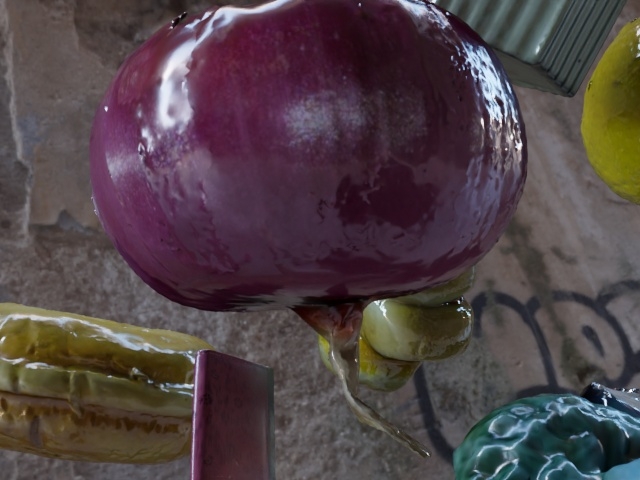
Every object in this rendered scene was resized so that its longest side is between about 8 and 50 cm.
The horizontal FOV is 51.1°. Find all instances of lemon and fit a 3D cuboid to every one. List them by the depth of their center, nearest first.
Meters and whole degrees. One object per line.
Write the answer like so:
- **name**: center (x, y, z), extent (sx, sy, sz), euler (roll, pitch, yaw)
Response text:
- **lemon**: center (0.479, -0.179, 0.876), extent (0.253, 0.253, 0.310), euler (-8, -61, -21)

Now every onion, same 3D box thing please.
- **onion**: center (-0.015, -0.037, 0.561), extent (0.358, 0.345, 0.358), euler (13, -26, 6)

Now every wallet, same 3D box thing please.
- **wallet**: center (-0.094, 0.241, 0.731), extent (0.025, 0.232, 0.119), euler (-23, -34, 31)

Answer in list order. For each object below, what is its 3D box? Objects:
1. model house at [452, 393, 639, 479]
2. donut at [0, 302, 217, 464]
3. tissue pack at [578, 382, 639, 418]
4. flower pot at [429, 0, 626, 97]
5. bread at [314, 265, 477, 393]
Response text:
- **model house**: center (0.217, 0.135, 0.239), extent (0.261, 0.226, 0.241), euler (27, -46, -9)
- **donut**: center (-0.353, 0.217, 1.023), extent (0.448, 0.198, 0.449), euler (10, -10, 2)
- **tissue pack**: center (0.393, 0.422, 0.901), extent (0.264, 0.253, 0.417), euler (22, -82, -48)
- **flower pot**: center (0.213, -0.288, 0.737), extent (0.190, 0.239, 0.209), euler (-63, -5, 12)
- **bread**: center (0.100, 0.033, 0.926), extent (0.210, 0.341, 0.300), euler (-4, -2, -29)
